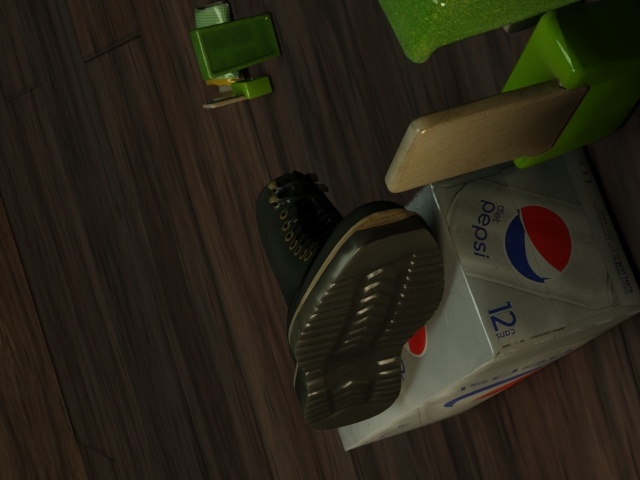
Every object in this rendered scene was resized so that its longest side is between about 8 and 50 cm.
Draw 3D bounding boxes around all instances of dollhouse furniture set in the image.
[{"bbox_3d":[-0.082,-0.138,1.313,0.151,0.058,0.076,-172,66,-69],"label":"dollhouse furniture set"},{"bbox_3d":[0.033,-0.193,0.794,0.197,0.151,0.301,113,136,-63],"label":"dollhouse furniture set"}]

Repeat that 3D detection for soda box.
[{"bbox_3d":[0.073,0.041,0.989,0.286,0.091,0.098,131,121,-68],"label":"soda box"}]

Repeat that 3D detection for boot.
[{"bbox_3d":[0.000,0.000,0.916,0.198,0.077,0.137,109,146,-57],"label":"boot"}]
